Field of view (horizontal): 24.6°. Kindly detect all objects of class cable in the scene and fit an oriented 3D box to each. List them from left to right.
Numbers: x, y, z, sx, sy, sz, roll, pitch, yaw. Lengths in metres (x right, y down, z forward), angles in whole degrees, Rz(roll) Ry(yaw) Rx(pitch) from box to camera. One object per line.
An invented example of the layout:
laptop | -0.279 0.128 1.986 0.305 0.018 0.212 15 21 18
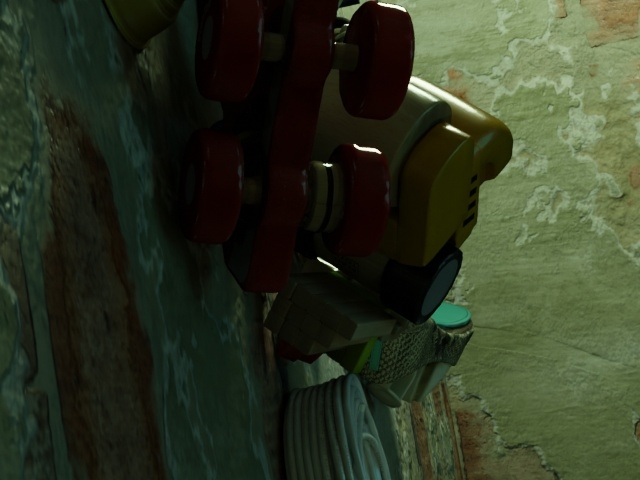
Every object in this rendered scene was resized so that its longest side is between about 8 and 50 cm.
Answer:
cable | 0.025 0.278 1.603 0.257 0.089 0.257 -92 168 -47

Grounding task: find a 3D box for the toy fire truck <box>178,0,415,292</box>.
toy fire truck | -0.043 -0.119 1.317 0.254 0.169 0.302 -129 -134 -67

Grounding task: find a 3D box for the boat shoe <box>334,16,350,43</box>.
boat shoe | 0.020 -0.243 2.153 0.355 0.132 0.130 -102 169 -70

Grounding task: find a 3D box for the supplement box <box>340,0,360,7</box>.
supplement box | 0.015 -0.423 2.396 0.056 0.083 0.083 -1 80 -83

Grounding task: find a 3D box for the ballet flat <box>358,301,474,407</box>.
ballet flat | 0.134 0.177 2.344 0.483 0.164 0.182 16 86 -74

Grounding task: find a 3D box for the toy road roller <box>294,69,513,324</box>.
toy road roller | 0.087 -0.097 1.543 0.240 0.202 0.329 -49 157 -25

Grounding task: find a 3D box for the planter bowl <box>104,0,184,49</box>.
planter bowl | -0.131 -0.274 1.219 0.217 0.090 0.217 -11 90 -82

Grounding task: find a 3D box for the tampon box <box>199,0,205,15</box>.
tampon box | -0.062 -0.258 1.553 0.101 0.120 0.161 60 21 -68

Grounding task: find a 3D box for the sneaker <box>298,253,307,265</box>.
sneaker | 0.000 0.000 1.879 0.084 0.069 0.185 -104 -177 -50

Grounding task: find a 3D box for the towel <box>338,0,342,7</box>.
towel | 0.025 -0.485 1.982 0.320 0.090 0.374 -88 -160 -53

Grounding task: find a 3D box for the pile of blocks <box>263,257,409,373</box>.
pile of blocks | 0.028 0.083 1.683 0.113 0.149 0.362 -65 176 17
